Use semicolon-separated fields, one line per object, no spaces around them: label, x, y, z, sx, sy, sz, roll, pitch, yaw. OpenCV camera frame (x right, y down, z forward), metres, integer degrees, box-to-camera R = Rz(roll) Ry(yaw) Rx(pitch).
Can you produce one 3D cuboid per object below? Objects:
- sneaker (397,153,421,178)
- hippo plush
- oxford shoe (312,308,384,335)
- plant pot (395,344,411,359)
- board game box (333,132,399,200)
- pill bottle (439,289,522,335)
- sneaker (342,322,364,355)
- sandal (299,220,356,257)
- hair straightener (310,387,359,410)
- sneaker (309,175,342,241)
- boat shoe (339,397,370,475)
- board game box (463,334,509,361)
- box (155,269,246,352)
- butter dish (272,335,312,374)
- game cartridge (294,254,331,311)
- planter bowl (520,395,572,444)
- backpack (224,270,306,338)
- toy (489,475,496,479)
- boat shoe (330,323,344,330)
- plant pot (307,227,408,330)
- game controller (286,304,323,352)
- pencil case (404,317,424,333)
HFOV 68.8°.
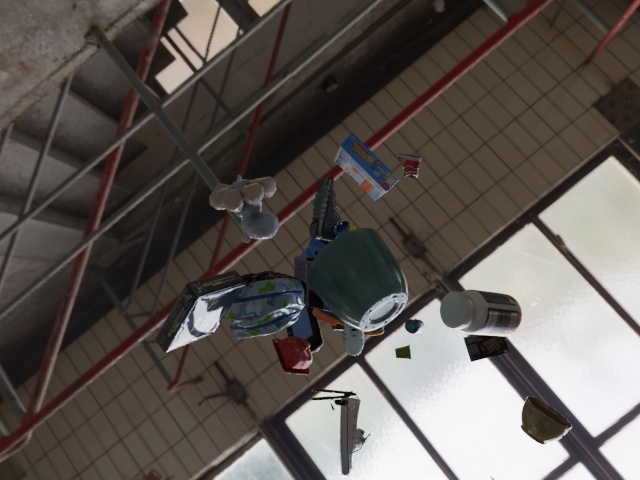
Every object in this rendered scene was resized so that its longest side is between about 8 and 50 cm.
sneaker;0.258;-0.221;1.384;0.042;0.067;0.118;1;-165;-14
hippo plush;-0.287;-0.101;1.775;0.234;0.236;0.294;-30;-154;-36
oxford shoe;0.151;0.339;2.151;0.132;0.364;0.130;-67;-159;9
plant pot;0.431;0.589;2.443;0.079;0.083;0.083;-7;173;8
board game box;0.212;-0.345;2.251;0.086;0.302;0.308;-46;-179;-5
pill bottle;0.585;0.263;1.709;0.278;0.162;0.162;10;142;-28
sneaker;0.124;0.303;1.714;0.085;0.237;0.086;0;147;13
sandal;0.000;0.000;2.056;0.317;0.138;0.126;-42;-151;0
hair straightener;0.065;0.714;2.093;0.230;0.089;0.047;8;166;-16
sneaker;0.030;-0.103;1.574;0.083;0.098;0.223;-11;-116;63
boat shoe;0.176;0.975;2.336;0.156;0.367;0.136;3;147;0
board game box;0.796;0.503;2.248;0.186;0.126;0.026;-17;-171;11
box;-0.332;0.195;1.300;0.183;0.059;0.232;-12;143;-56
butter dish;-0.090;0.441;1.865;0.118;0.160;0.160;-45;140;22
game cartridge;0.063;0.193;1.930;0.068;0.355;0.230;-55;150;-61
planter bowl;0.778;0.645;1.647;0.109;0.162;0.162;-62;165;10
backpack;-0.203;0.212;1.606;0.290;0.273;0.355;-4;160;3
toy;0.605;0.833;1.410;0.056;0.237;0.137;-51;-168;4
boat shoe;0.093;0.431;2.657;0.083;0.183;0.065;4;130;-19
plant pot;0.139;0.145;1.501;0.293;0.235;0.293;-22;142;-18
game controller;-0.082;0.399;2.156;0.166;0.319;0.067;-29;129;9
pencil case;0.428;0.387;2.116;0.064;0.070;0.152;-34;159;13
